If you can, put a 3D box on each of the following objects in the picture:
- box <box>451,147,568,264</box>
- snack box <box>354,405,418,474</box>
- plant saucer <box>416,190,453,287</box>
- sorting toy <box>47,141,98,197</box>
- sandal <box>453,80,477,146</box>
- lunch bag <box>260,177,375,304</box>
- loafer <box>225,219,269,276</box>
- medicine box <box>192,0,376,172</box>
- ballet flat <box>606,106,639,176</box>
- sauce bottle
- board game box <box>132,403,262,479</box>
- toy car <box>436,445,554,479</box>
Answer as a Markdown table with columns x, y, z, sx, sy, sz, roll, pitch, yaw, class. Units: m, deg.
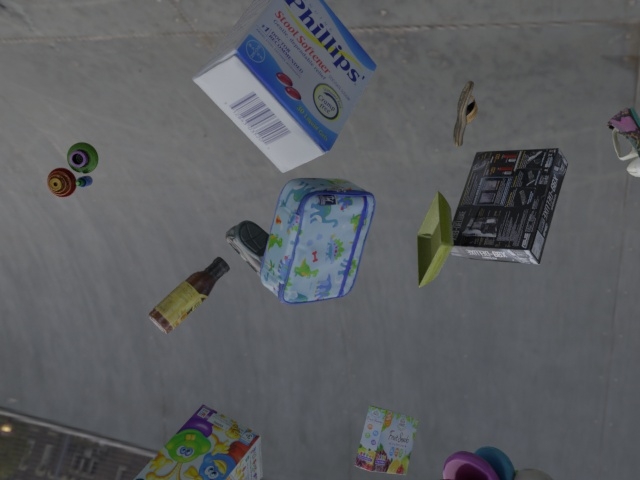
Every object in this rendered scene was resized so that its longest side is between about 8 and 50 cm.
| x | y | z | sx | sy | sz | roll | pitch | yaw | class |
| --- | --- | --- | --- | --- | --- | --- | --- | --- | --- |
| 0.488 | -0.094 | 1.792 | 0.242 | 0.307 | 0.076 | 3 | 153 | 42 | box |
| 0.115 | 0.340 | 1.154 | 0.037 | 0.100 | 0.141 | 6 | 165 | 33 | snack box |
| 0.300 | 0.001 | 1.768 | 0.045 | 0.188 | 0.188 | 10 | 139 | -5 | plant saucer |
| -0.398 | -0.108 | 1.090 | 0.061 | 0.102 | 0.042 | 39 | -171 | -5 | sorting toy |
| 0.384 | -0.330 | 1.779 | 0.049 | 0.180 | 0.072 | 4 | -152 | 1 | sandal |
| 0.000 | 0.000 | 1.188 | 0.176 | 0.219 | 0.090 | -1 | -154 | -39 | lunch bag |
| -0.126 | 0.055 | 1.686 | 0.267 | 0.096 | 0.084 | 48 | 145 | -21 | loafer |
| -0.061 | -0.336 | 1.359 | 0.149 | 0.289 | 0.263 | -17 | 127 | 46 | medicine box |
| 0.651 | -0.181 | 1.388 | 0.077 | 0.221 | 0.079 | 26 | 126 | -37 | ballet flat |
| -0.179 | 0.073 | 0.946 | 0.042 | 0.128 | 0.042 | 40 | 159 | 19 | sauce bottle |
| -0.242 | 0.463 | 1.237 | 0.142 | 0.275 | 0.144 | 21 | 132 | 23 | board game box |
| 0.204 | 0.341 | 0.878 | 0.136 | 0.182 | 0.159 | 55 | 137 | 1 | toy car |
